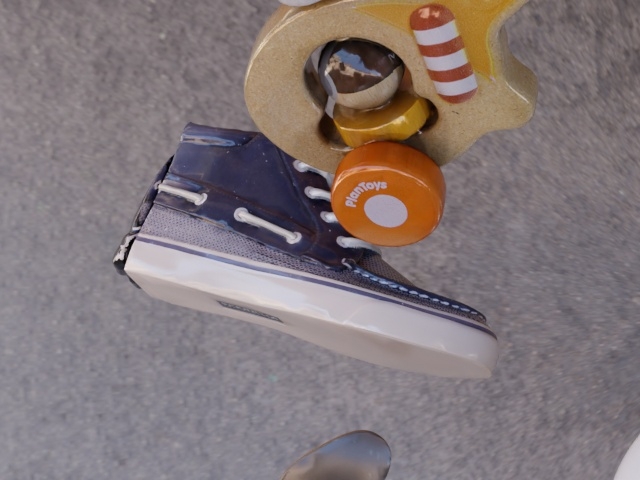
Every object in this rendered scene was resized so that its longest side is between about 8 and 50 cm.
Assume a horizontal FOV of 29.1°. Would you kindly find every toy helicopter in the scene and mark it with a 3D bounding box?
[{"bbox_3d":[0.075,-0.167,0.825,0.235,0.140,0.355,37,132,-19],"label":"toy helicopter"}]

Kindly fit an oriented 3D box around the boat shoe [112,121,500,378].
[{"bbox_3d":[0.000,0.000,1.036,0.340,0.127,0.158,15,74,15],"label":"boat shoe"}]

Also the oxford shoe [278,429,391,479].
[{"bbox_3d":[-0.012,0.243,1.166,0.076,0.076,0.212,45,111,-1],"label":"oxford shoe"}]

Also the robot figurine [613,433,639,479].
[{"bbox_3d":[0.287,0.208,0.712,0.278,0.173,0.209,57,147,36],"label":"robot figurine"}]
